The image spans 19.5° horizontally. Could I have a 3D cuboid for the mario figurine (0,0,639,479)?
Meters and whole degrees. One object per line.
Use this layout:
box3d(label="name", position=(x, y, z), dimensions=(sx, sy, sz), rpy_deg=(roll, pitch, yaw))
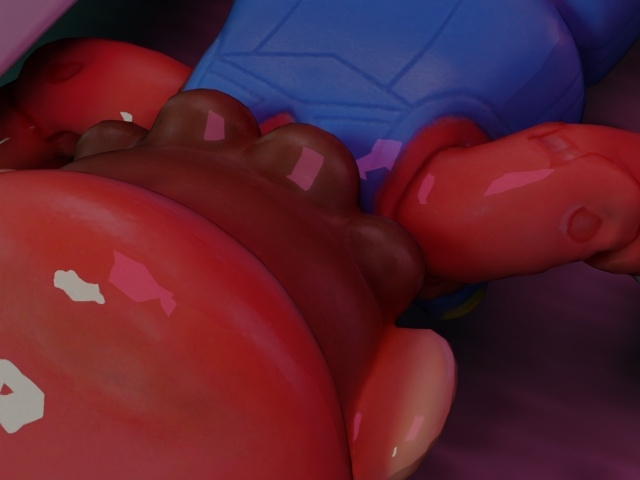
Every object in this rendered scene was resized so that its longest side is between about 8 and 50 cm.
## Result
box3d(label="mario figurine", position=(0.000, 0.000, 0.466), dimensions=(0.170, 0.198, 0.320), rpy_deg=(53, 53, -21))

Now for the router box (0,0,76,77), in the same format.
box3d(label="router box", position=(-0.109, -0.232, 0.474), dimensions=(0.301, 0.082, 0.335), rpy_deg=(52, 53, -19))
